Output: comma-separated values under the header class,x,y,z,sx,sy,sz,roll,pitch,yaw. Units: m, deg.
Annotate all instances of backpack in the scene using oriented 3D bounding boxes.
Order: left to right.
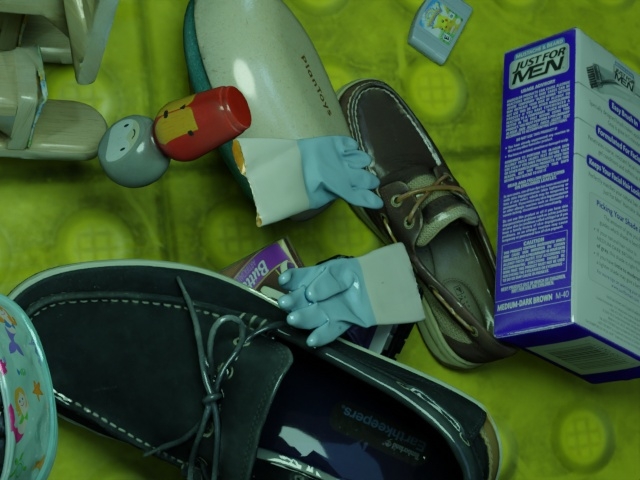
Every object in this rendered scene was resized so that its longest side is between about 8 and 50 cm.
class,x,y,z,sx,sy,sz,roll,pitch,yaw
backpack,-0.353,0.152,1.250,0.253,0.191,0.225,-15,85,20

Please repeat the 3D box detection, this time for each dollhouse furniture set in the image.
class,x,y,z,sx,sy,sz,roll,pitch,yaw
dollhouse furniture set,-0.196,-0.328,1.352,0.256,0.362,0.394,2,52,-22

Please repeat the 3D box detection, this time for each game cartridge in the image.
class,x,y,z,sx,sy,sz,roll,pitch,yaw
game cartridge,0.134,-0.248,1.646,0.056,0.017,0.083,32,71,-11

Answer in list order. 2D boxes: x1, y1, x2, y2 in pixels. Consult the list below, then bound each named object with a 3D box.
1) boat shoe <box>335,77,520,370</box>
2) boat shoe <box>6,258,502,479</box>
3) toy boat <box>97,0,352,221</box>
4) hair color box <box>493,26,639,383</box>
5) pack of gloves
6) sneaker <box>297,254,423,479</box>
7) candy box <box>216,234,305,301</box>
class,x,y,z,sx,sy,sz,roll,pitch,yaw
boat shoe,0.122,-0.024,1.542,0.123,0.123,0.342,-23,90,-24
boat shoe,-0.071,0.145,1.336,0.500,0.156,0.187,19,97,3
toy boat,-0.094,-0.126,1.420,0.267,0.148,0.318,67,24,-5
hair color box,0.284,-0.035,1.561,0.185,0.110,0.339,27,61,-41
pack of gloves,0.000,0.000,1.356,0.232,0.046,0.195,-8,82,-56
sneaker,-0.009,0.150,1.491,0.124,0.107,0.283,25,79,15
candy box,-0.090,0.086,1.434,0.186,0.053,0.109,-28,93,6
